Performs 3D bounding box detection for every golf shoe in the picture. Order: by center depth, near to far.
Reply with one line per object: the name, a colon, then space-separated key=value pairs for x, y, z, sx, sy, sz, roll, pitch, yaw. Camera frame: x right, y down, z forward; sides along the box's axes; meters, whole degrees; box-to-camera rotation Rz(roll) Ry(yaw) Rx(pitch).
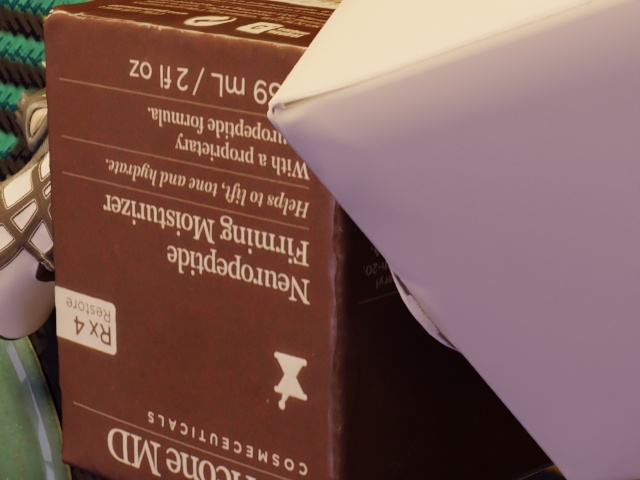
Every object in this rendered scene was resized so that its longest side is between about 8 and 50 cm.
golf shoe: x=-0.131 y=-0.008 z=0.926 sx=0.094 sy=0.077 sz=0.198 roll=44 pitch=128 yaw=25

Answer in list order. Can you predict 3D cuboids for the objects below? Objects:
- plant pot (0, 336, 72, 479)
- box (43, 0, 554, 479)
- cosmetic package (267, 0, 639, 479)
plant pot: x=-0.378 y=0.170 z=1.022 sx=0.341 sy=0.334 sz=0.341 roll=12 pitch=108 yaw=39
box: x=0.000 y=0.000 z=0.744 sx=0.168 sy=0.167 sz=0.203 roll=13 pitch=109 yaw=40
cosmetic package: x=0.189 y=-0.057 z=0.518 sx=0.365 sy=0.155 sz=0.197 roll=-13 pitch=125 yaw=44
